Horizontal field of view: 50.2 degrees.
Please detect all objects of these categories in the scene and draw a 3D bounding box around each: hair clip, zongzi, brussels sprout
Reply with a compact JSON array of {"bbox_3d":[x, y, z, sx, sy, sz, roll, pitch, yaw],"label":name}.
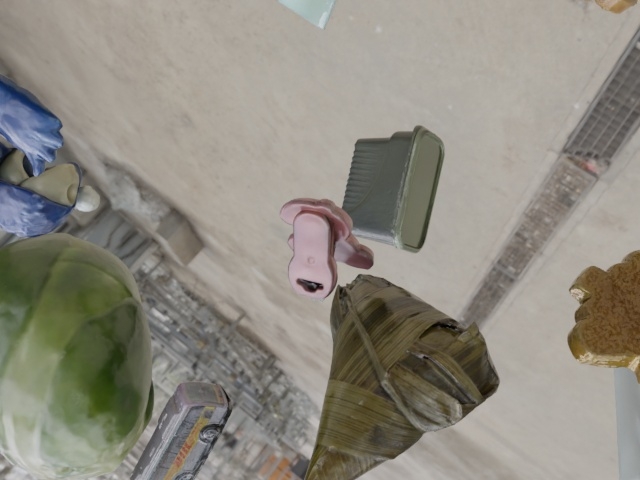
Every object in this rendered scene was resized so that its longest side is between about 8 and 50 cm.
[{"bbox_3d":[0.003,-0.006,0.881,0.123,0.102,0.138,6,119,17],"label":"hair clip"},{"bbox_3d":[0.039,0.182,0.882,0.134,0.288,0.286,57,167,-27],"label":"zongzi"},{"bbox_3d":[-0.390,0.176,1.013,0.315,0.276,0.370,-154,60,-77],"label":"brussels sprout"}]

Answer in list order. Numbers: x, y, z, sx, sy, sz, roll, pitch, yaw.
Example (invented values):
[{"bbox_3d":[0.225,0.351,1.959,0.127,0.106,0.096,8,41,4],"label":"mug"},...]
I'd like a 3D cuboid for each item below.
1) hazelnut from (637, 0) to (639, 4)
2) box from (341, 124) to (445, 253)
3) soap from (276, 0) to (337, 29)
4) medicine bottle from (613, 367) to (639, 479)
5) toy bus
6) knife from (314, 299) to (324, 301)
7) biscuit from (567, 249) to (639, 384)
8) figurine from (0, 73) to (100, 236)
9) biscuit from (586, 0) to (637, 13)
[{"bbox_3d":[0.554,-0.524,1.123,0.261,0.261,0.241,39,-154,3],"label":"hazelnut"},{"bbox_3d":[0.154,-0.120,1.530,0.178,0.274,0.138,10,175,36],"label":"box"},{"bbox_3d":[0.022,-0.339,0.743,0.067,0.198,0.119,25,156,-3],"label":"soap"},{"bbox_3d":[0.498,0.232,0.941,0.179,0.324,0.124,21,145,-11],"label":"medicine bottle"},{"bbox_3d":[-0.179,0.258,0.869,0.072,0.172,0.057,20,-163,-32],"label":"toy bus"},{"bbox_3d":[-0.010,0.064,1.138,0.023,0.044,0.162,6,-167,-9],"label":"knife"},{"bbox_3d":[0.408,0.109,0.805,0.239,0.212,0.041,34,142,24],"label":"biscuit"},{"bbox_3d":[-0.257,-0.075,0.391,0.262,0.120,0.164,33,173,-12],"label":"figurine"},{"bbox_3d":[0.279,-0.381,0.777,0.044,0.202,0.288,-31,66,48],"label":"biscuit"}]
